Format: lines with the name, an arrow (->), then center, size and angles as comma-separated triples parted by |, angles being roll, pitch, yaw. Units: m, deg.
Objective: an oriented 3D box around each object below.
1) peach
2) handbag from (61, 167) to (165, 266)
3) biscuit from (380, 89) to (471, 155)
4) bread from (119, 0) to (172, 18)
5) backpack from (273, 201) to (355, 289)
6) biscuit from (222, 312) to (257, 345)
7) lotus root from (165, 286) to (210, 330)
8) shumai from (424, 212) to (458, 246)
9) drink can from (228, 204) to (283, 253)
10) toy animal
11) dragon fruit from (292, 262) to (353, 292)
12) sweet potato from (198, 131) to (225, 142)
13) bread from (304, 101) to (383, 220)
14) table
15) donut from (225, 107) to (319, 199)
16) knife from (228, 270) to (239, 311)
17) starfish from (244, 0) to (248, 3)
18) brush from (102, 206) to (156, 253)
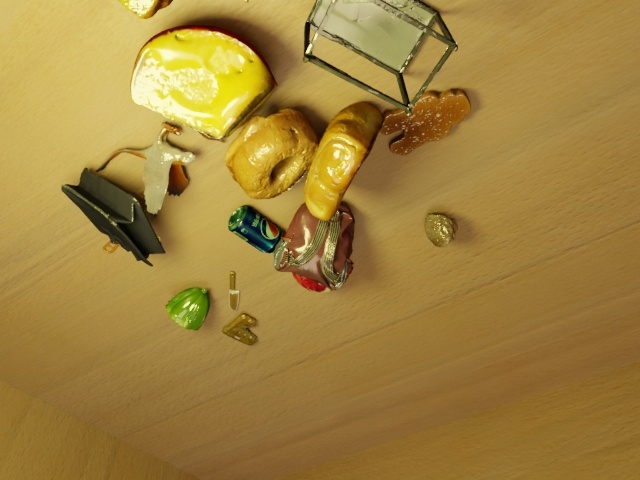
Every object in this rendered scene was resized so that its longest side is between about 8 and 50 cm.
peach -> -0.318, -0.456, 1.473 | 0.380, 0.242, 0.306 | 19, 108, -5
handbag -> -0.709, -0.075, 1.782 | 0.303, 0.122, 0.329 | 29, 154, 24
biscuit -> 0.342, -0.394, 1.666 | 0.295, 0.044, 0.186 | -20, 133, 18
bread -> -0.409, -0.673, 1.276 | 0.110, 0.234, 0.184 | 29, 124, -20
backpack -> 0.000, 0.000, 1.882 | 0.283, 0.197, 0.317 | 20, 101, -12
biscuit -> -0.349, 0.417, 2.390 | 0.174, 0.039, 0.183 | 31, 126, -24
lotus root -> -0.541, 0.265, 2.181 | 0.186, 0.186, 0.186 | 0, 132, 0
shumai -> 0.471, -0.047, 1.942 | 0.116, 0.145, 0.145 | -12, 136, -22
drink can -> -0.243, -0.038, 1.928 | 0.118, 0.118, 0.205 | -36, 124, 27
toy animal -> -0.576, -0.285, 1.728 | 0.284, 0.225, 0.302 | 33, 113, -2
dragon fruit -> 0.013, 0.116, 2.065 | 0.262, 0.189, 0.163 | -1, 163, -5
sweet potato -> -0.362, -0.357, 1.686 | 0.049, 0.049, 0.117 | -37, 129, 28
bread -> 0.055, -0.252, 1.607 | 0.148, 0.337, 0.328 | 29, 131, -1
table -> 0.149, -0.550, 1.367 | 0.335, 0.272, 0.222 | 21, 129, -18
donut -> -0.150, -0.274, 1.638 | 0.299, 0.150, 0.317 | -29, 158, -12
knife -> -0.378, 0.229, 2.231 | 0.046, 0.022, 0.256 | 2, 132, -8
starfish -> -0.235, -0.738, 1.332 | 0.208, 0.053, 0.176 | 17, 109, -14
brush -> -0.762, -0.033, 1.994 | 0.314, 0.017, 0.090 | -37, 120, 28
